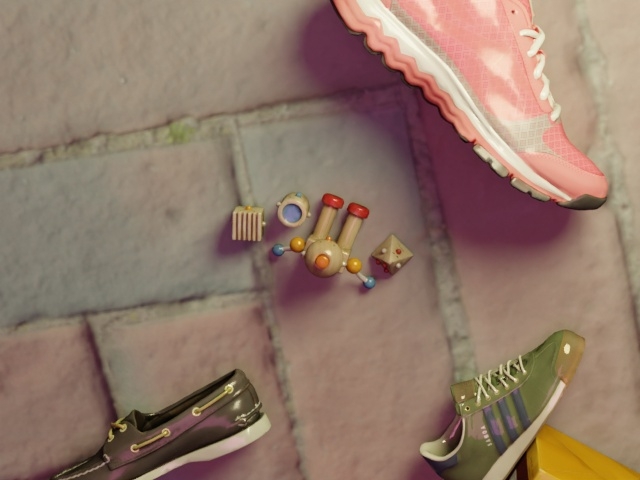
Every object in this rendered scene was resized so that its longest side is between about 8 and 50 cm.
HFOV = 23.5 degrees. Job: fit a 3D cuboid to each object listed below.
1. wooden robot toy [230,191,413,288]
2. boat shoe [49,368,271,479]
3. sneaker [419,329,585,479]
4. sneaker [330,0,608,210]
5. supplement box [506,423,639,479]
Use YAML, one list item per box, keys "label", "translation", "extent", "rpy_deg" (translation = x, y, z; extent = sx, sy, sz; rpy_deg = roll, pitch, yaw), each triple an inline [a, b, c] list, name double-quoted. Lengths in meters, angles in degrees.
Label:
- label: "wooden robot toy"
  translation: [0.000, 0.000, 1.419]
  extent: [0.173, 0.079, 0.076]
  rpy_deg: [19, 106, 1]
- label: "boat shoe"
  translation: [-0.164, 0.193, 1.490]
  extent: [0.228, 0.081, 0.068]
  rpy_deg: [-22, 97, 5]
- label: "sneaker"
  translation: [0.164, 0.153, 1.444]
  extent: [0.086, 0.064, 0.192]
  rpy_deg: [28, 109, -6]
- label: "sneaker"
  translation: [0.155, -0.156, 1.344]
  extent: [0.314, 0.116, 0.136]
  rpy_deg: [43, 103, -4]
- label: "supplement box"
  translation: [0.240, 0.312, 1.442]
  extent: [0.191, 0.129, 0.194]
  rpy_deg: [28, 106, -1]
